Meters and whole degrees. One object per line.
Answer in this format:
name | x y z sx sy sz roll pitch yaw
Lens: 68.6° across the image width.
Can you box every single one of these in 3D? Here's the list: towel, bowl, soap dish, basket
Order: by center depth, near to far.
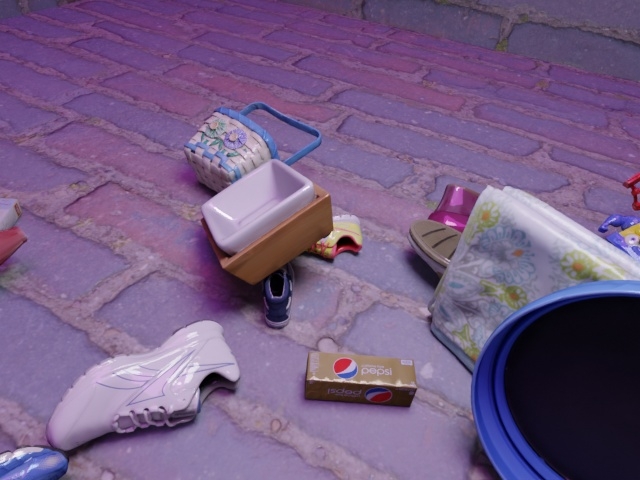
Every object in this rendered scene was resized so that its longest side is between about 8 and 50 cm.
bowl | 0.392 0.230 0.587 0.391 0.391 0.077 29 33 25
towel | 0.349 0.131 0.742 0.090 0.320 0.374 -15 44 -33
soap dish | -0.115 -0.046 0.949 0.229 0.118 0.291 -35 29 -7
basket | -0.173 -0.238 1.201 0.255 0.201 0.289 30 56 28

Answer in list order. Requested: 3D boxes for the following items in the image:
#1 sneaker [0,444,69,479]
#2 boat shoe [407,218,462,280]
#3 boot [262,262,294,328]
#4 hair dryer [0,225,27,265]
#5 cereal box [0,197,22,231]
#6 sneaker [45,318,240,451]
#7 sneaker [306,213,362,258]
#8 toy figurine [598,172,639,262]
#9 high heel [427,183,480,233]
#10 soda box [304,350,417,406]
sneaker | -0.422 0.391 0.532 0.147 0.129 0.330 33 50 9
boat shoe | 0.292 0.071 0.968 0.113 0.103 0.302 -24 49 -29
boot | -0.083 0.076 0.937 0.069 0.086 0.190 -2 41 -8
hair dryer | -0.713 0.022 0.869 0.294 0.080 0.223 -10 46 -21
cereal box | -0.774 -0.007 0.989 0.173 0.047 0.240 3 40 -4
sneaker | -0.259 0.234 0.725 0.297 0.111 0.129 -26 55 -30
sneaker | 0.000 0.000 1.042 0.209 0.081 0.094 -10 54 -11
toy figurine | 0.770 0.037 1.074 0.217 0.191 0.362 -33 54 3
high heel | 0.424 0.021 1.077 0.377 0.127 0.181 23 76 11
soda box | 0.065 0.233 0.789 0.181 0.061 0.058 5 41 0
